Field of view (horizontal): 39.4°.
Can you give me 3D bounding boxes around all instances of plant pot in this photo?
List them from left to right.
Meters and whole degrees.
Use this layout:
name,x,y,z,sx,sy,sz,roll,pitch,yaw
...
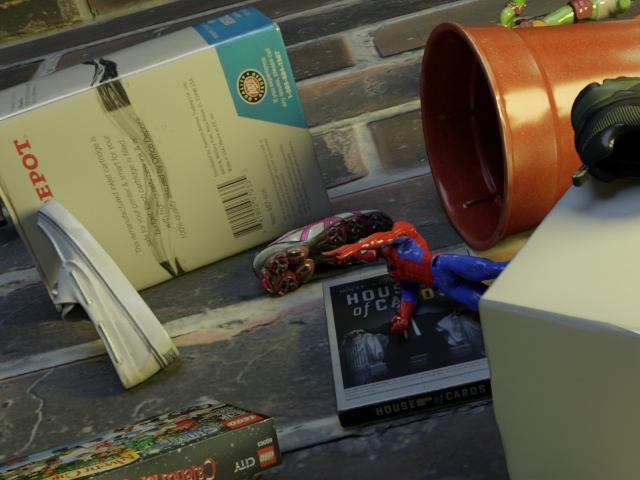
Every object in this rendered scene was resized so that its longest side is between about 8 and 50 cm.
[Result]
name,x,y,z,sx,sy,sz,roll,pitch,yaw
plant pot,0.290,-0.146,1.072,0.265,0.272,0.272,-12,28,-9

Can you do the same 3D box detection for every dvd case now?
name,x,y,z,sx,sy,sz,roll,pitch,yaw
dvd case,0.097,0.096,0.959,0.180,0.029,0.238,-13,30,3

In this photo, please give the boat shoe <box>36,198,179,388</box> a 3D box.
name,x,y,z,sx,sy,sz,roll,pitch,yaw
boat shoe,-0.272,0.059,1.044,0.084,0.095,0.258,-37,67,-16

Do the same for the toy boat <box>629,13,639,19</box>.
name,x,y,z,sx,sy,sz,roll,pitch,yaw
toy boat,0.451,-0.239,1.237,0.151,0.151,0.231,-19,29,-4

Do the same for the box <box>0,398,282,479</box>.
name,x,y,z,sx,sy,sz,roll,pitch,yaw
box,-0.171,0.199,0.784,0.233,0.044,0.159,-13,3,-28

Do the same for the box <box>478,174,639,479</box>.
name,x,y,z,sx,sy,sz,roll,pitch,yaw
box,0.296,0.051,0.748,0.168,0.214,0.345,10,39,37

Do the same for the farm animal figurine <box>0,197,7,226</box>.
name,x,y,z,sx,sy,sz,roll,pitch,yaw
farm animal figurine,-0.421,-0.141,1.419,0.330,0.172,0.327,-26,19,-24

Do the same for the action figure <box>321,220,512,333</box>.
name,x,y,z,sx,sy,sz,roll,pitch,yaw
action figure,0.116,0.050,0.903,0.139,0.091,0.280,-26,30,-36

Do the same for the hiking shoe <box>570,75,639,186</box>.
name,x,y,z,sx,sy,sz,roll,pitch,yaw
hiking shoe,0.308,-0.078,0.684,0.227,0.086,0.114,-7,44,24

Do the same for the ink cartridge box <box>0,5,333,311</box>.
name,x,y,z,sx,sy,sz,roll,pitch,yaw
ink cartridge box,-0.219,-0.111,1.208,0.395,0.285,0.166,-21,28,-8

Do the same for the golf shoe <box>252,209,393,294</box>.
name,x,y,z,sx,sy,sz,roll,pitch,yaw
golf shoe,0.000,0.000,1.133,0.186,0.067,0.086,-21,28,-9

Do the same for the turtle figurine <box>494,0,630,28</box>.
name,x,y,z,sx,sy,sz,roll,pitch,yaw
turtle figurine,0.360,-0.336,1.383,0.267,0.274,0.197,-8,44,-4
